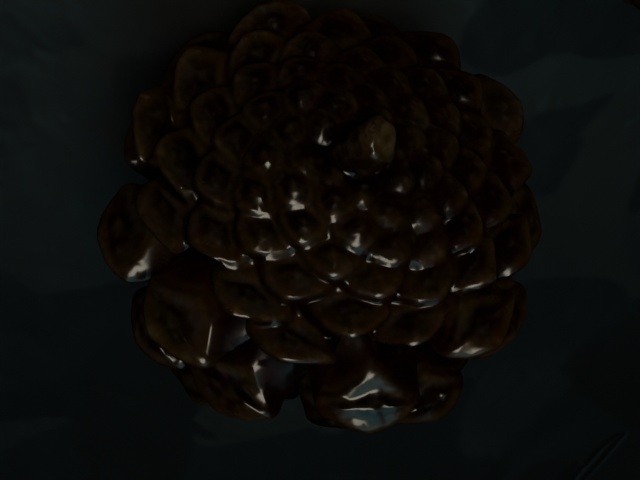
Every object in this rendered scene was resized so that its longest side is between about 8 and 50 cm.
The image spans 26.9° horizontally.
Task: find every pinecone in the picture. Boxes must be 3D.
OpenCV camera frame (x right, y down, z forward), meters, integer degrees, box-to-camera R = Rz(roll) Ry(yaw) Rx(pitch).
[{"bbox_3d":[0.000,0.000,0.614,0.207,0.208,0.208,-9,133,-10],"label":"pinecone"}]

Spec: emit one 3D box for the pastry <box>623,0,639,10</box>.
[{"bbox_3d":[0.199,-0.202,0.377,0.388,0.313,0.388,-9,156,-4],"label":"pastry"}]
